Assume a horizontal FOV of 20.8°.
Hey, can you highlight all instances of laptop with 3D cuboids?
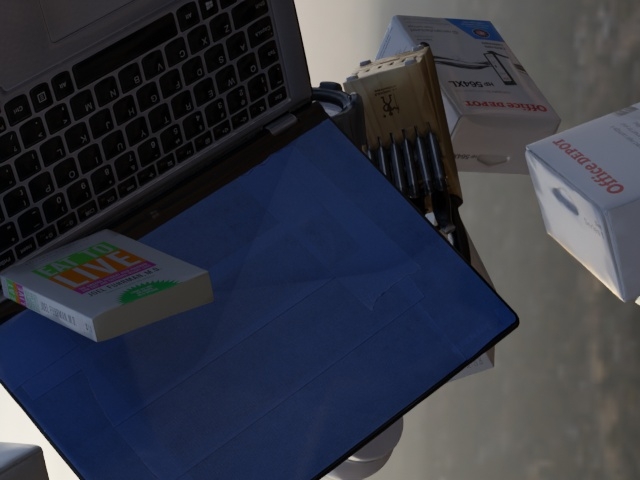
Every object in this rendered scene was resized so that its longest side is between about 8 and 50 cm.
[{"bbox_3d":[-0.082,-0.043,1.303,0.236,0.382,0.408,23,136,42],"label":"laptop"}]

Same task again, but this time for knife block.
[{"bbox_3d":[0.102,-0.077,1.897,0.275,0.088,0.242,-63,-42,-77],"label":"knife block"}]

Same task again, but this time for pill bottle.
[{"bbox_3d":[0.020,0.210,1.894,0.187,0.112,0.112,140,135,-67],"label":"pill bottle"}]

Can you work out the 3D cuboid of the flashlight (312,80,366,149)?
[{"bbox_3d":[0.000,0.000,1.704,0.103,0.103,0.304,30,135,44],"label":"flashlight"}]

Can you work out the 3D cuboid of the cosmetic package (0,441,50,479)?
[{"bbox_3d":[-0.419,0.407,1.524,0.327,0.329,0.393,-29,-66,-51],"label":"cosmetic package"}]

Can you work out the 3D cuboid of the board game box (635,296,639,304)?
[{"bbox_3d":[0.382,0.054,1.597,0.047,0.160,0.210,-55,-11,-14],"label":"board game box"}]

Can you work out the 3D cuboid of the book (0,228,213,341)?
[{"bbox_3d":[-0.156,0.035,1.256,0.144,0.096,0.035,18,122,52],"label":"book"}]

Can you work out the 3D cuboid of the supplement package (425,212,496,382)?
[{"bbox_3d":[0.075,0.083,2.308,0.199,0.263,0.198,62,-161,-23],"label":"supplement package"}]

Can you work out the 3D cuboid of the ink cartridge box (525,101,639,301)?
[{"bbox_3d":[0.302,-0.052,1.440,0.160,0.219,0.092,-127,18,-62],"label":"ink cartridge box"}]

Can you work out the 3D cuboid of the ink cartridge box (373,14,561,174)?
[{"bbox_3d":[0.173,-0.176,2.087,0.203,0.148,0.086,60,139,41],"label":"ink cartridge box"}]
